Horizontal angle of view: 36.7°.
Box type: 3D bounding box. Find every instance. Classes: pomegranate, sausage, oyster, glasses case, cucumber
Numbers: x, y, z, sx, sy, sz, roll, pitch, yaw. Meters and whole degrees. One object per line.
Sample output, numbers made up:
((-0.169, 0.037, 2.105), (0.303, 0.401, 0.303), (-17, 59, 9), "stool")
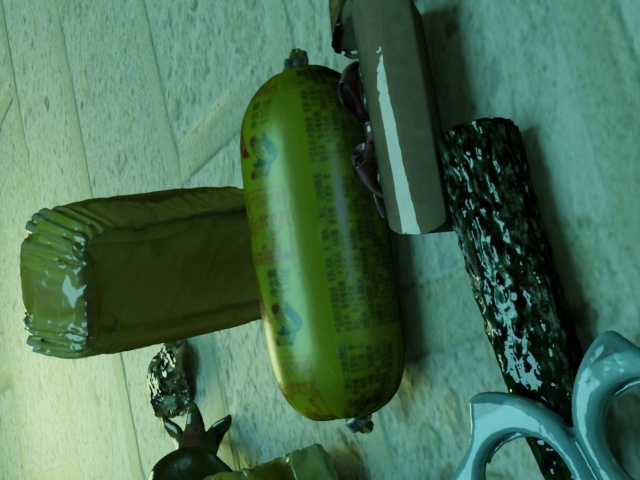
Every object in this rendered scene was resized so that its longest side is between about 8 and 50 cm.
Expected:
((-0.150, 0.299, 1.170), (0.191, 0.131, 0.152), (-96, 16, -48), "pomegranate")
((0.000, 0.000, 0.849), (0.123, 0.123, 0.347), (-14, 84, 59), "sausage")
((-0.211, 0.192, 1.314), (0.103, 0.051, 0.148), (-128, 32, -53), "oyster")
((0.059, -0.095, 0.767), (0.070, 0.102, 0.194), (-11, 84, 15), "glasses case")
((0.146, 0.058, 0.674), (0.067, 0.067, 0.294), (-32, 69, 57), "cucumber")

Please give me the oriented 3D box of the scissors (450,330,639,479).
((0.219, 0.236, 0.582), (0.191, 0.029, 0.360), (-33, 75, 25), "scissors")

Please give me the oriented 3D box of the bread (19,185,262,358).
((-0.150, 0.029, 0.959), (0.119, 0.288, 0.153), (15, 110, 47), "bread")

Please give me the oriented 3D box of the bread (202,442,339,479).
((-0.031, 0.406, 0.937), (0.236, 0.165, 0.375), (-46, 58, 55), "bread")

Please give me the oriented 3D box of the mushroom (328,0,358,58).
((0.053, -0.239, 0.770), (0.210, 0.072, 0.094), (-42, 51, 55), "mushroom")
